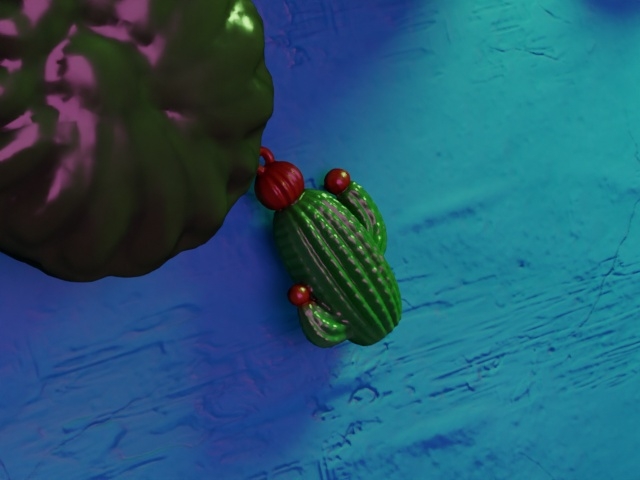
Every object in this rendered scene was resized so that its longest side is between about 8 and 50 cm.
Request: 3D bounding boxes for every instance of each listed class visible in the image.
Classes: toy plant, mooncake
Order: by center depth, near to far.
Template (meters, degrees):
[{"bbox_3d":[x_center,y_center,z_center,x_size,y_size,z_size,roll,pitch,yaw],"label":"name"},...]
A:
[{"bbox_3d":[-0.218,-0.143,1.543,0.356,0.194,0.356,-10,106,-36],"label":"mooncake"},{"bbox_3d":[0.012,0.002,1.769,0.154,0.088,0.240,-16,90,-39],"label":"toy plant"}]
